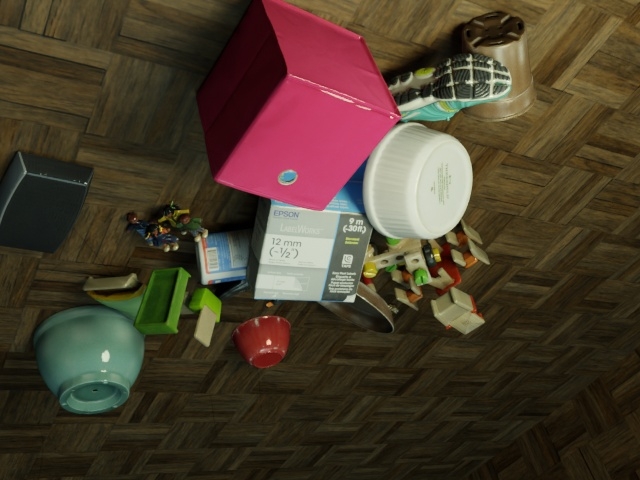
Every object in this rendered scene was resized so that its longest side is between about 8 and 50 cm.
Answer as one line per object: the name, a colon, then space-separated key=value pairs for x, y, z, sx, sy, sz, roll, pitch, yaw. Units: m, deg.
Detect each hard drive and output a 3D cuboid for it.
hard drive: x=-0.593 y=-0.069 z=1.533 sx=0.172 sy=0.054 sz=0.255 roll=12 pitch=134 yaw=-33

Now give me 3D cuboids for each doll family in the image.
doll family: x=-0.357 y=-0.033 z=1.662 sx=0.193 sy=0.076 sz=0.111 roll=-23 pitch=148 yaw=11

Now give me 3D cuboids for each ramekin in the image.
ramekin: x=0.227 y=-0.125 z=1.622 sx=0.273 sy=0.127 sz=0.273 roll=-15 pitch=112 yaw=-42

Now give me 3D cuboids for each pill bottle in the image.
pill bottle: x=-0.188 y=0.033 z=1.772 sx=0.221 sy=0.124 sz=0.124 roll=-7 pitch=142 yaw=-14

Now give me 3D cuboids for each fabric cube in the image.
fabric cube: x=-0.050 y=-0.251 z=1.359 sx=0.254 sy=0.259 sz=0.258 roll=15 pitch=132 yaw=-34

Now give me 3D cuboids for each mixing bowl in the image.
mixing bowl: x=-0.167 y=0.314 z=2.158 sx=0.181 sy=0.098 sz=0.181 roll=-11 pitch=143 yaw=-9

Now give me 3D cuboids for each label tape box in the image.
label tape box: x=-0.016 y=-0.035 z=1.655 sx=0.249 sy=0.115 sz=0.348 roll=4 pitch=116 yaw=-19

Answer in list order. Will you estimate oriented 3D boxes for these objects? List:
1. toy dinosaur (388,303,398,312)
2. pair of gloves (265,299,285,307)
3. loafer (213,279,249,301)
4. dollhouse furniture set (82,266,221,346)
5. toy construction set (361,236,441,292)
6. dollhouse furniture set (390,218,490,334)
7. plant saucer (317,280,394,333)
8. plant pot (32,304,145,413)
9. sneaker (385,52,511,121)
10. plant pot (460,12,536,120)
toy dinosaur: x=0.151 y=0.218 z=2.220 sx=0.183 sy=0.053 sz=0.092 roll=4 pitch=123 yaw=-38
pair of gloves: x=-0.131 y=0.161 z=2.051 sx=0.074 sy=0.010 sz=0.083 roll=-27 pitch=143 yaw=11
loafer: x=-0.212 y=0.118 z=1.913 sx=0.170 sy=0.062 sz=0.061 roll=-35 pitch=124 yaw=22
dollhouse furniture set: x=-0.423 y=0.185 z=1.760 sx=0.301 sy=0.151 sz=0.197 roll=-5 pitch=147 yaw=24
toy construction set: x=0.173 y=0.053 z=1.852 sx=0.257 sy=0.237 sz=0.309 roll=-7 pitch=142 yaw=-14
dollhouse furniture set: x=0.348 y=0.117 z=1.989 sx=0.262 sy=0.259 sz=0.135 roll=-38 pitch=129 yaw=26
plant saucer: x=0.069 y=0.150 z=1.952 sx=0.050 sy=0.310 sz=0.310 roll=-58 pitch=146 yaw=-18
plant pot: x=-0.602 y=0.333 z=1.921 sx=0.293 sy=0.196 sz=0.293 roll=-12 pitch=142 yaw=-9
sneaker: x=0.253 y=-0.296 z=1.454 sx=0.275 sy=0.107 sz=0.110 roll=-3 pitch=157 yaw=35
plant pot: x=0.355 y=-0.359 z=1.482 sx=0.167 sy=0.167 sz=0.165 roll=-18 pitch=136 yaw=0
